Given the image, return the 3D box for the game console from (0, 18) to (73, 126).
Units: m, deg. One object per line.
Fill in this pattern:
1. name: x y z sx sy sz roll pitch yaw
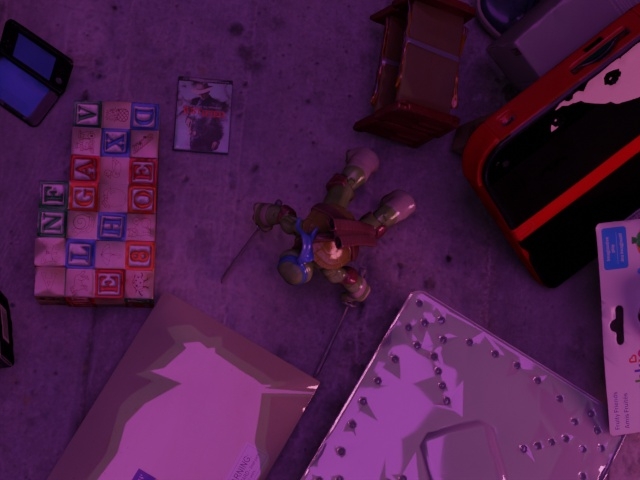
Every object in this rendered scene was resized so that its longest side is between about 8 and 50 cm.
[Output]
1. game console: -0.451 -0.254 1.839 0.122 0.107 0.071 34 48 0

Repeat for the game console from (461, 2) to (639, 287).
1. game console: 0.418 -0.137 1.790 0.386 0.342 0.060 -37 43 3

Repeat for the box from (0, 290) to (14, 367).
1. box: -0.547 0.131 1.702 0.207 0.153 0.108 -7 80 -8

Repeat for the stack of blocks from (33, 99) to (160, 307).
1. stack of blocks: -0.328 -0.054 1.802 0.171 0.087 0.297 2 78 -7

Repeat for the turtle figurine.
1. turtle figurine: 0.000 0.000 1.827 0.198 0.274 0.266 31 54 22

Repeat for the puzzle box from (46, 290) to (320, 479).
1. puzzle box: -0.218 0.312 1.757 0.272 0.052 0.409 31 76 0

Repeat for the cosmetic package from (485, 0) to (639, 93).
1. cosmetic package: 0.373 -0.324 1.786 0.238 0.127 0.107 -43 101 -4

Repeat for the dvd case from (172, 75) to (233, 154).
1. dvd case: -0.182 -0.195 1.889 0.087 0.013 0.119 5 77 -6

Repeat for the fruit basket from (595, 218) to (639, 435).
1. fruit basket: 0.592 0.116 1.809 0.353 0.165 0.327 -6 97 -14

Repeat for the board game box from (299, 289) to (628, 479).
1. board game box: 0.205 0.332 1.794 0.390 0.050 0.390 32 71 0

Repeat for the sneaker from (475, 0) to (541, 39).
1. sneaker: 0.425 -0.355 1.932 0.350 0.148 0.131 15 77 -4

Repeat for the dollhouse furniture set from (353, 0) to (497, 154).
1. dollhouse furniture set: 0.257 -0.228 1.906 0.374 0.152 0.201 17 75 -21
